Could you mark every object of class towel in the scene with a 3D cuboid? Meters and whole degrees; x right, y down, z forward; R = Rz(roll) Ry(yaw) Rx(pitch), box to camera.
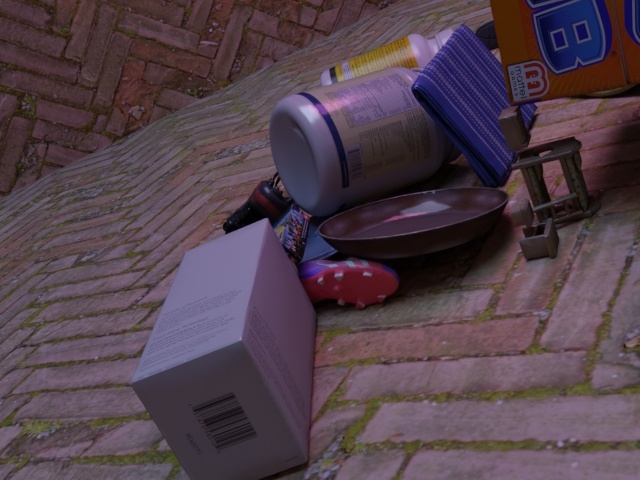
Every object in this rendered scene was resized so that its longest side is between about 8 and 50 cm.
[{"bbox_3d":[0.295,-0.261,1.587,0.040,0.243,0.336,-35,12,39],"label":"towel"}]

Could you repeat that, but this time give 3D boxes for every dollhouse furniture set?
[{"bbox_3d":[0.329,-0.093,1.222,0.101,0.181,0.161,-13,24,28],"label":"dollhouse furniture set"}]

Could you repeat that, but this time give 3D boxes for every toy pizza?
[{"bbox_3d":[0.000,0.000,1.570,0.201,0.032,0.201,-21,23,9],"label":"toy pizza"}]

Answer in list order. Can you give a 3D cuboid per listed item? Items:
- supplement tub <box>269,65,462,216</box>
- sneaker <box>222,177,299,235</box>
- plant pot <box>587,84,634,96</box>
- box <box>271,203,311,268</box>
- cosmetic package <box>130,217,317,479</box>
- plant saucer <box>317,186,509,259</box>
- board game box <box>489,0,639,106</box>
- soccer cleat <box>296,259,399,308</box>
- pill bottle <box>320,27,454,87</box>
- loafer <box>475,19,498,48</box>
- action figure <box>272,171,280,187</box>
[{"bbox_3d":[0.092,-0.198,1.610,0.325,0.235,0.235,-20,18,-23],"label":"supplement tub"},{"bbox_3d":[-0.120,-0.037,1.624,0.135,0.097,0.276,-42,0,-13],"label":"sneaker"},{"bbox_3d":[0.648,-0.512,1.679,0.353,0.366,0.367,-23,18,-28],"label":"plant pot"},{"bbox_3d":[-0.111,0.060,1.403,0.233,0.044,0.159,-46,14,22],"label":"box"},{"bbox_3d":[-0.110,0.141,1.147,0.155,0.196,0.365,-22,20,10],"label":"cosmetic package"},{"bbox_3d":[0.151,-0.027,1.362,0.311,0.050,0.310,-11,13,3],"label":"plant saucer"},{"bbox_3d":[0.478,-0.424,1.229,0.357,0.356,0.356,-5,13,40],"label":"board game box"},{"bbox_3d":[0.022,0.059,1.343,0.248,0.083,0.095,-13,32,37],"label":"soccer cleat"},{"bbox_3d":[0.184,-0.381,2.029,0.334,0.187,0.188,-21,22,12],"label":"pill bottle"},{"bbox_3d":[0.543,-0.588,2.251,0.268,0.096,0.084,-8,21,41],"label":"loafer"},{"bbox_3d":[0.001,-0.202,1.891,0.276,0.140,0.164,-19,34,11],"label":"action figure"}]
